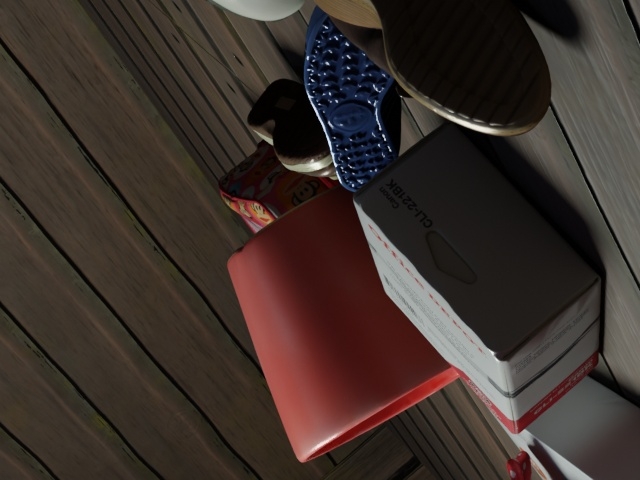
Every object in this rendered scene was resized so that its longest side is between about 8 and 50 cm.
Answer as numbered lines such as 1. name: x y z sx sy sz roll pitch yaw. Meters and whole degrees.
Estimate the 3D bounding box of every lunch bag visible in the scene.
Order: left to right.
1. lunch bag: 0.000 0.000 2.349 0.258 0.120 0.293 51 173 -18

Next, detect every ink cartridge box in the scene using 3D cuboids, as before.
1. ink cartridge box: 0.144 0.039 1.606 0.197 0.114 0.273 48 174 19

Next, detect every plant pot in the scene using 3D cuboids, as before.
1. plant pot: 0.035 0.081 2.046 0.243 0.275 0.275 59 175 8

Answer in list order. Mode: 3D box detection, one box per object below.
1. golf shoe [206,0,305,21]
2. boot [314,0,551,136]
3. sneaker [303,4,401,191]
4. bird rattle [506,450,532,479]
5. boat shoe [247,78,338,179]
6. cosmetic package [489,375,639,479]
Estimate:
1. golf shoe: -0.054 -0.243 1.396 0.120 0.105 0.273 37 169 31
2. boot: 0.096 -0.126 1.249 0.248 0.090 0.207 44 -176 32
3. sneaker: 0.027 -0.142 1.518 0.232 0.081 0.090 83 180 -52
4. bird rattle: 0.263 0.322 1.781 0.253 0.143 0.207 63 162 0
5. boat shoe: 0.004 -0.109 1.892 0.095 0.095 0.257 37 -175 -21
6. cosmetic package: 0.333 0.277 1.805 0.284 0.097 0.377 54 173 -19
